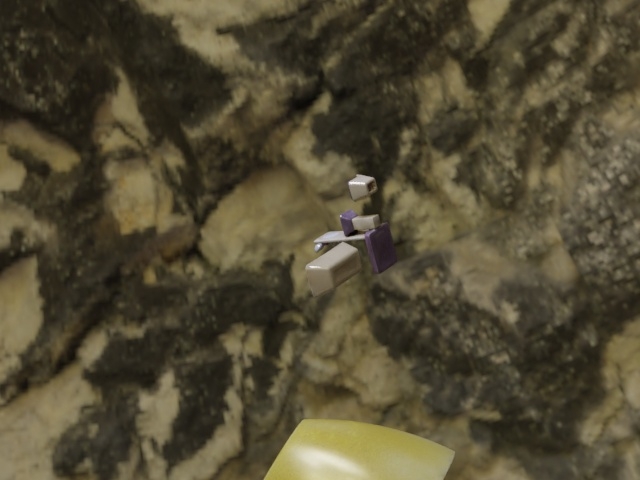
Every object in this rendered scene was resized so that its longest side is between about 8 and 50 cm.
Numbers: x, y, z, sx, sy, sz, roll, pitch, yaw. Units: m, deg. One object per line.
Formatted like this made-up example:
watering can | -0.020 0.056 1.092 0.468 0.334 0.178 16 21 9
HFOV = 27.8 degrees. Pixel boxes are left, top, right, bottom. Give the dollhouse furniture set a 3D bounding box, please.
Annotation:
dollhouse furniture set | 0.000 0.000 1.214 0.081 0.114 0.091 -4 -72 39

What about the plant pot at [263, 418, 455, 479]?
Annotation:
plant pot | 0.011 0.168 0.826 0.095 0.134 0.134 30 -53 7
